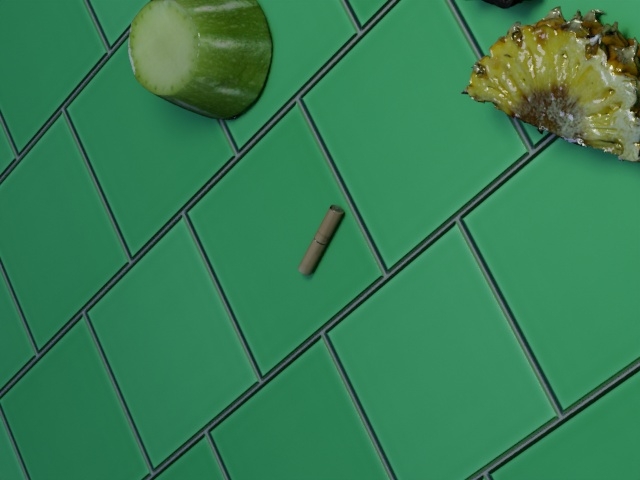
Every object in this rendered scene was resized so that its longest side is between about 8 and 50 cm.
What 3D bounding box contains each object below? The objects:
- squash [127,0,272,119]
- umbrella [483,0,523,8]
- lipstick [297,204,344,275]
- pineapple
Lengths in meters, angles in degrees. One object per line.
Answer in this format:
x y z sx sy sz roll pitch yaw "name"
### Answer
-0.150 -0.229 2.104 0.170 0.123 0.170 4 97 38 "squash"
0.104 -0.338 1.866 0.326 0.090 0.094 36 120 37 "umbrella"
0.000 0.000 2.037 0.019 0.019 0.094 47 123 31 "lipstick"
0.256 -0.174 1.744 0.233 0.079 0.135 23 117 35 "pineapple"
